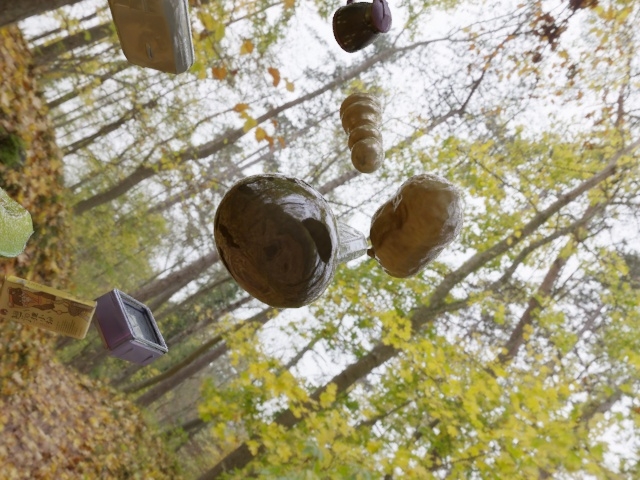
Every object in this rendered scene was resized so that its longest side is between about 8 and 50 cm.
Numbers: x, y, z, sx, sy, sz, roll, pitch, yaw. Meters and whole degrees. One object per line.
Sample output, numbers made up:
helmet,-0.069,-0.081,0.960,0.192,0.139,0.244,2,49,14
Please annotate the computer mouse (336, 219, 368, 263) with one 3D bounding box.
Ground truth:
computer mouse,-0.002,0.006,1.215,0.197,0.330,0.095,31,-72,25

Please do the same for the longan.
longan,-0.070,0.001,0.849,0.246,0.246,0.215,51,-51,6

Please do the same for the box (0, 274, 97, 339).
box,-0.462,0.114,0.809,0.149,0.073,0.020,21,19,-16

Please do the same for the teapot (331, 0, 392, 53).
teapot,0.115,-0.556,1.209,0.145,0.148,0.116,1,-28,45

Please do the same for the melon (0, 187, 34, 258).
melon,-0.932,-0.091,1.315,0.331,0.226,0.344,26,-46,26

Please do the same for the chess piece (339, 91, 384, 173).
chess piece,0.135,-0.310,1.448,0.143,0.142,0.261,87,-2,-54

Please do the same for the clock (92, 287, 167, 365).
clock,-0.457,0.213,1.154,0.145,0.073,0.193,56,-6,23

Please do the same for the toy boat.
toy boat,-0.274,-0.410,0.788,0.141,0.140,0.270,43,-36,23

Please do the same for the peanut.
peanut,0.147,-0.024,0.771,0.129,0.129,0.224,47,-36,16
